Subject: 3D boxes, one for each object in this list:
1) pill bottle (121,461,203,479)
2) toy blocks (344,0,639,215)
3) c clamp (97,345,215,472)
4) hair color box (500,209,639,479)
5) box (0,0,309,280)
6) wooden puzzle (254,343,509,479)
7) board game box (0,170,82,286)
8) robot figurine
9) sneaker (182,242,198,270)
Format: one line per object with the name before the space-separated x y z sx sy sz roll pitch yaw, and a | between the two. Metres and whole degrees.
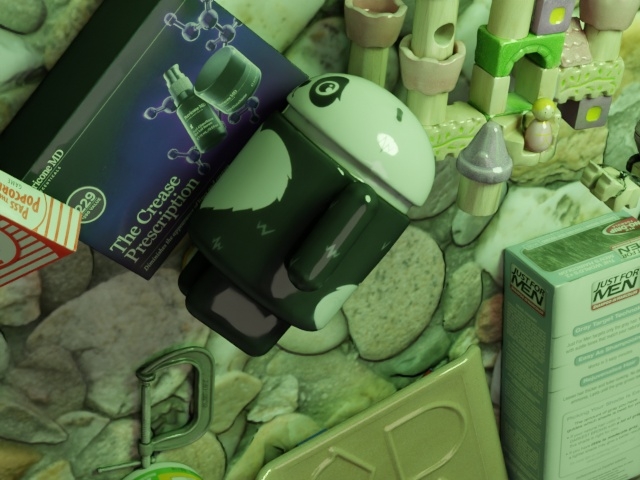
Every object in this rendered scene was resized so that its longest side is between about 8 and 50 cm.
pill bottle | -0.147 0.372 1.459 0.136 0.245 0.136 -14 123 -23
toy blocks | 0.211 -0.209 1.287 0.288 0.309 0.260 -12 128 -25
c clamp | -0.181 0.194 1.480 0.137 0.022 0.161 -5 120 -28
hair color box | 0.345 0.163 1.710 0.185 0.113 0.374 -17 125 -21
box | -0.168 -0.119 1.258 0.184 0.103 0.261 34 97 -36
wooden puzzle | 0.084 0.322 1.679 0.348 0.080 0.322 -30 128 -18
board game box | -0.337 -0.008 1.186 0.193 0.045 0.147 -23 141 37
robot figurine | -0.017 -0.029 1.235 0.278 0.209 0.173 -51 150 6
sneaker | 0.000 0.000 1.404 0.296 0.131 0.112 -36 127 -9
